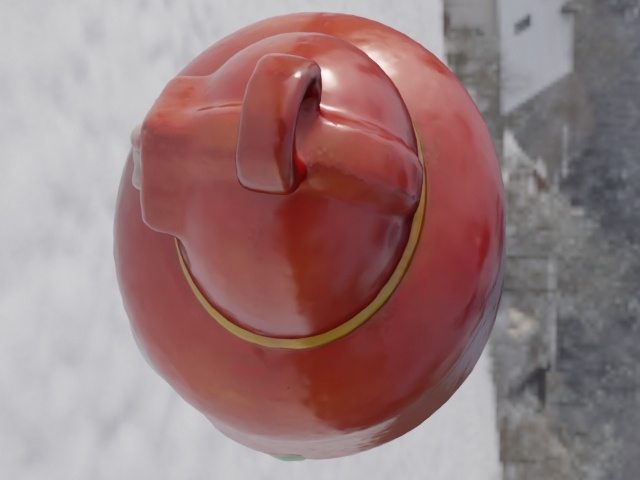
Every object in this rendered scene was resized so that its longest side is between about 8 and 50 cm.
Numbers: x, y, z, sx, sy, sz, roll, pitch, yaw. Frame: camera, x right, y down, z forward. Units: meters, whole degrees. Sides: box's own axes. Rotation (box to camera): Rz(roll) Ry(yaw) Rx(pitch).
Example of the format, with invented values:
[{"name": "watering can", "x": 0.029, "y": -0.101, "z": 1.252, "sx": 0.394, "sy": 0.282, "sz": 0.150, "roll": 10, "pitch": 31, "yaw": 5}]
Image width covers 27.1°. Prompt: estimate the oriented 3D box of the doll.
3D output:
[{"name": "doll", "x": -0.001, "y": 0.000, "z": 0.562, "sx": 0.363, "sy": 0.160, "sz": 0.182, "roll": 65, "pitch": 36, "yaw": -77}]
